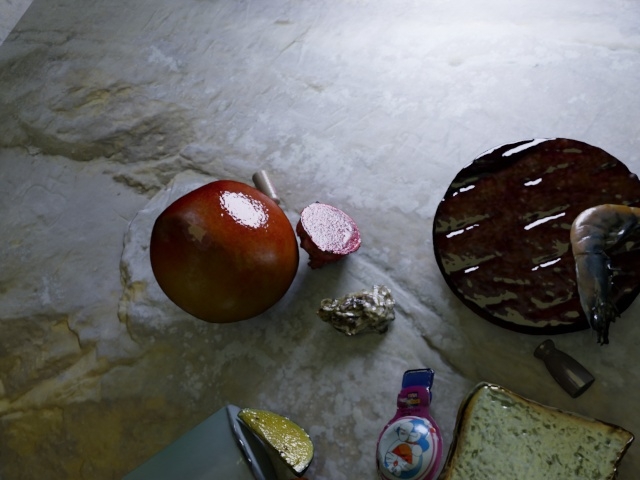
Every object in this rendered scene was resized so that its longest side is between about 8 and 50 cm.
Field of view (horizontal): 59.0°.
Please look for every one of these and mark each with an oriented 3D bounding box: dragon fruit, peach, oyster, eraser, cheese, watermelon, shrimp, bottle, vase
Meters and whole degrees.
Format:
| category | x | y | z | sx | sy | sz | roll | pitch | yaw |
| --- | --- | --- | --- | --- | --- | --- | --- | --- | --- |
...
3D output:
| category | x | y | z | sx | sy | sz | roll | pitch | yaw |
| --- | --- | --- | --- | --- | --- | --- | --- | --- | --- |
| dragon fruit | 0.000 | 0.000 | 1.256 | 0.111 | 0.153 | 0.153 | -54 | 51 | 38 |
| peach | -0.205 | 0.021 | 1.190 | 0.307 | 0.332 | 0.308 | -12 | 68 | 31 |
| oyster | 0.077 | 0.152 | 1.181 | 0.165 | 0.053 | 0.109 | -16 | 73 | 6 |
| eraser | -0.249 | 0.485 | 1.130 | 0.290 | 0.104 | 0.189 | -35 | 64 | 4 |
| cheese | 0.164 | 0.352 | 1.039 | 0.155 | 0.062 | 0.244 | -17 | 48 | 44 |
| watermelon | -0.070 | 0.388 | 1.114 | 0.181 | 0.092 | 0.075 | 31 | 67 | 38 |
| shrimp | 0.531 | 0.053 | 0.951 | 0.198 | 0.051 | 0.262 | 0 | 63 | 17 |
| bottle | -0.133 | -0.126 | 1.390 | 0.045 | 0.045 | 0.096 | -30 | 62 | 7 |
| vase | 0.431 | 0.226 | 1.007 | 0.053 | 0.053 | 0.101 | -41 | 55 | 0 |

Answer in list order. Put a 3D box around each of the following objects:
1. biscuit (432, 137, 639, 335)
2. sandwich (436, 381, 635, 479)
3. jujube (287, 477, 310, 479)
| category | x | y | z | sx | sy | sz | roll | pitch | yaw |
| --- | --- | --- | --- | --- | --- | --- | --- | --- | --- |
| biscuit | 0.424 | -0.013 | 1.096 | 0.407 | 0.091 | 0.408 | -8 | 63 | 15 |
| sandwich | 0.333 | 0.412 | 0.937 | 0.271 | 0.099 | 0.301 | 15 | 75 | 33 |
| jujube | -0.128 | 0.552 | 0.987 | 0.342 | 0.216 | 0.216 | -31 | 60 | -3 |
